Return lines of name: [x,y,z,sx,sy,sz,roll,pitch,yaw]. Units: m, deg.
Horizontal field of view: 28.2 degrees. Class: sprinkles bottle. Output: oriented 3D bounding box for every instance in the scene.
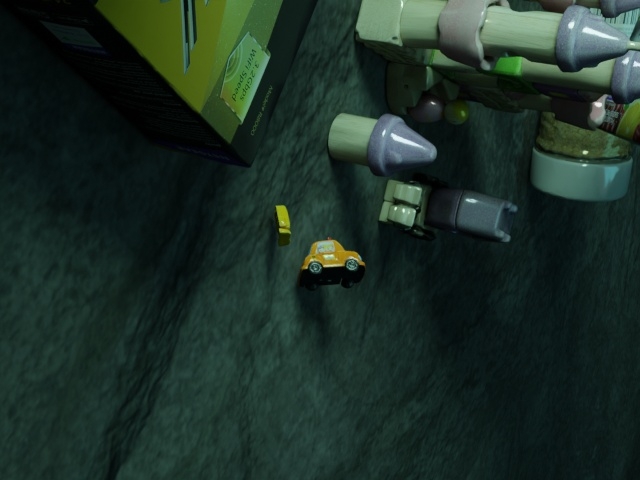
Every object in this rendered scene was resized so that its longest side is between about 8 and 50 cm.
sprinkles bottle: [0.328,-0.229,1.509,0.121,0.121,0.355,-26,125,-57]

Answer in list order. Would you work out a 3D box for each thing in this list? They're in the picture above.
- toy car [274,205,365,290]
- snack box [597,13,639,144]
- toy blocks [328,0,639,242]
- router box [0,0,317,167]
toy car: [0.000,0.000,1.055,0.122,0.060,0.040,67,11,-59]
snack box: [0.339,-0.165,1.181,0.207,0.070,0.174,-108,-141,-78]
toy blocks: [0.194,-0.140,1.135,0.288,0.260,0.308,16,87,-64]
router box: [-0.068,-0.234,0.778,0.243,0.081,0.308,45,62,-60]
